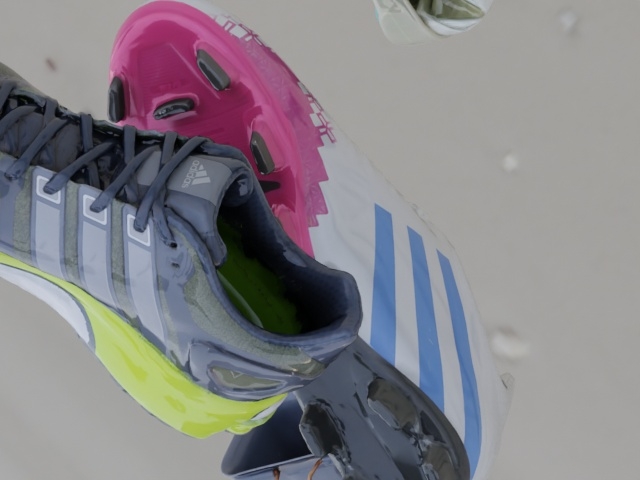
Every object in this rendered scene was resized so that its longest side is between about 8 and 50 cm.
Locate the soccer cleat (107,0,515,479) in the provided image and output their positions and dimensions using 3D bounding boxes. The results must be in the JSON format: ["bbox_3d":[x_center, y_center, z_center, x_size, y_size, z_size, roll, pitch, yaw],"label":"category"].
[{"bbox_3d":[0.000,0.000,1.018,0.116,0.143,0.331,-19,109,35],"label":"soccer cleat"}]

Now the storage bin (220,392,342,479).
[{"bbox_3d":[0.016,0.150,1.220,0.135,0.098,0.091,-20,119,36],"label":"storage bin"}]

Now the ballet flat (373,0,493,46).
[{"bbox_3d":[0.067,-0.164,1.113,0.086,0.086,0.248,30,-179,20],"label":"ballet flat"}]

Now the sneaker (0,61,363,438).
[{"bbox_3d":[-0.100,-0.024,0.858,0.300,0.111,0.121,36,138,-25],"label":"sneaker"}]
